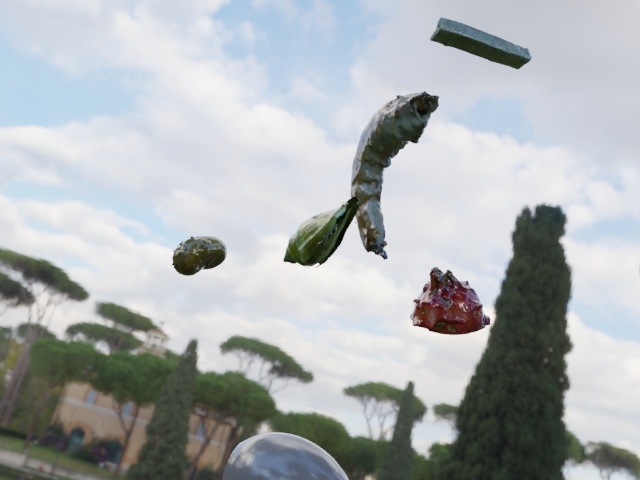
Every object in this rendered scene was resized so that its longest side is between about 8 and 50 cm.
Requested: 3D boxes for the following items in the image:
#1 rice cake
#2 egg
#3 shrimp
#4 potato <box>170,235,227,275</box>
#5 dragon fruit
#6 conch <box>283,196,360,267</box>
[{"bbox_3d":[0.231,-0.282,1.194,0.171,0.029,0.033,10,-28,-28],"label":"rice cake"},{"bbox_3d":[-0.048,0.421,1.390,0.232,0.176,0.176,23,-17,14],"label":"egg"},{"bbox_3d":[0.103,-0.125,1.438,0.068,0.286,0.185,17,7,-24],"label":"shrimp"},{"bbox_3d":[-0.257,0.030,1.751,0.070,0.091,0.138,49,27,14],"label":"potato"},{"bbox_3d":[0.248,0.106,1.572,0.153,0.110,0.153,2,19,-1],"label":"dragon fruit"},{"bbox_3d":[-0.003,-0.002,1.438,0.080,0.094,0.201,34,-34,-7],"label":"conch"}]
